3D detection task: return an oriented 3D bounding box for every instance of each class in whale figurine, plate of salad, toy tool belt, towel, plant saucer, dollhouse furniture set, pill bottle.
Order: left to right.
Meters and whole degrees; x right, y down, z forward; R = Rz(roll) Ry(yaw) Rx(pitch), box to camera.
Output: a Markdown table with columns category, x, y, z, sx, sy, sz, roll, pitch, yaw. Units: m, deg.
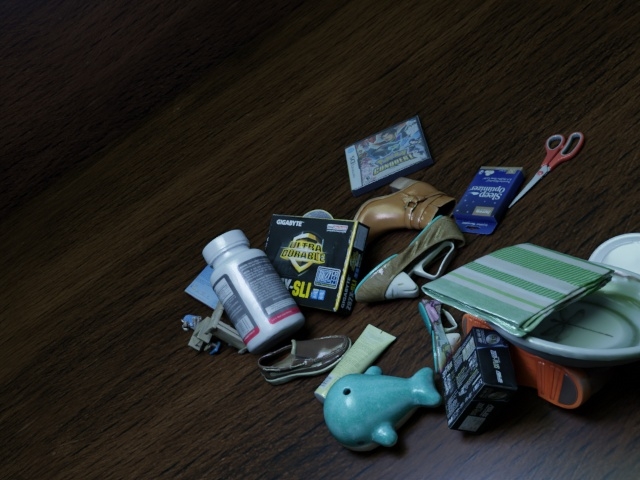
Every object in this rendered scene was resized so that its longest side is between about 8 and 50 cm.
| category | x | y | z | sx | sy | sz | roll | pitch | yaw |
| --- | --- | --- | --- | --- | --- | --- | --- | --- | --- |
| toy tool belt | -0.405 | 0.250 | 2.164 | 0.083 | 0.051 | 0.052 | 0 | 50 | 37 |
| dollhouse furniture set | -0.275 | 0.257 | 2.034 | 0.184 | 0.129 | 0.128 | -38 | 24 | 49 |
| pill bottle | -0.193 | 0.135 | 1.912 | 0.176 | 0.176 | 0.318 | -33 | 76 | 2 |
| whale figurine | 0.132 | 0.361 | 1.581 | 0.272 | 0.141 | 0.216 | -23 | 39 | 14 |
| towel | 0.410 | 0.088 | 1.428 | 0.325 | 0.038 | 0.248 | -21 | 29 | -35 |
| plant saucer | 0.516 | 0.160 | 1.417 | 0.401 | 0.100 | 0.400 | -2 | 24 | 1 |
| plate of salad | 0.697 | 0.073 | 1.547 | 0.200 | 0.048 | 0.199 | -16 | 52 | 21 |

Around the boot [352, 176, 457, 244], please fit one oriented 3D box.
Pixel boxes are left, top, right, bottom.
| category | x | y | z | sx | sy | sz | roll | pitch | yaw |
| --- | --- | --- | --- | --- | --- | --- | --- | --- | --- |
| boot | 0.237 | -0.056 | 1.992 | 0.283 | 0.109 | 0.220 | -41 | 42 | -19 |

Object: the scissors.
| category | x | y | z | sx | sy | sz | roll | pitch | yaw |
| --- | --- | --- | --- | --- | --- | --- | --- | --- | --- |
| scissors | 0.621 | -0.193 | 1.902 | 0.109 | 0.021 | 0.297 | 14 | 58 | 44 |

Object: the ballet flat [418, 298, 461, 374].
| category | x | y | z | sx | sy | sz | roll | pitch | yaw |
| --- | --- | --- | --- | --- | --- | --- | --- | --- | --- |
| ballet flat | 0.294 | 0.223 | 1.673 | 0.079 | 0.076 | 0.221 | -9 | 41 | 1 |

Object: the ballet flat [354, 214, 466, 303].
| category | x | y | z | sx | sy | sz | roll | pitch | yaw |
| --- | --- | --- | --- | --- | --- | --- | --- | --- | --- |
| ballet flat | 0.250 | 0.074 | 1.844 | 0.342 | 0.116 | 0.124 | -38 | 57 | -10 |

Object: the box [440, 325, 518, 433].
| category | x | y | z | sx | sy | sz | roll | pitch | yaw |
| --- | --- | --- | --- | --- | --- | --- | --- | --- | --- |
| box | 0.330 | 0.297 | 1.472 | 0.078 | 0.180 | 0.147 | 11 | 42 | -11 |

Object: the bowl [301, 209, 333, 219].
| category | x | y | z | sx | sy | sz | roll | pitch | yaw |
| --- | --- | --- | --- | --- | --- | --- | --- | --- | --- |
| bowl | 0.000 | 0.000 | 2.089 | 0.170 | 0.080 | 0.170 | -15 | 65 | 34 |

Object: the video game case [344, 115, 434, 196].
| category | x | y | z | sx | sy | sz | roll | pitch | yaw |
| --- | --- | --- | --- | --- | --- | --- | --- | --- | --- |
| video game case | 0.217 | -0.279 | 2.277 | 0.275 | 0.035 | 0.248 | -23 | 39 | 15 |

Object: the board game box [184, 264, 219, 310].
| category | x | y | z | sx | sy | sz | roll | pitch | yaw |
| --- | --- | --- | --- | --- | --- | --- | --- | --- | --- |
| board game box | -0.310 | 0.157 | 2.212 | 0.281 | 0.027 | 0.145 | 22 | 66 | 47 |

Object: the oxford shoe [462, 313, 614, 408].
| category | x | y | z | sx | sy | sz | roll | pitch | yaw |
| --- | --- | --- | --- | --- | --- | --- | --- | --- | --- |
| oxford shoe | 0.459 | 0.242 | 1.514 | 0.133 | 0.129 | 0.364 | -20 | 28 | -27 |

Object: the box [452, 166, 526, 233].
| category | x | y | z | sx | sy | sz | roll | pitch | yaw |
| --- | --- | --- | --- | --- | --- | --- | --- | --- | --- |
| box | 0.458 | -0.115 | 1.922 | 0.136 | 0.036 | 0.225 | 8 | 56 | 47 |

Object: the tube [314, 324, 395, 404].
| category | x | y | z | sx | sy | sz | roll | pitch | yaw |
| --- | --- | --- | --- | --- | --- | --- | --- | --- | --- |
| tube | 0.084 | 0.313 | 1.742 | 0.240 | 0.070 | 0.062 | -47 | -4 | -22 |

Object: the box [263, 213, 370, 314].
| category | x | y | z | sx | sy | sz | roll | pitch | yaw |
| --- | --- | --- | --- | --- | --- | --- | --- | --- | --- |
| box | -0.030 | 0.063 | 1.989 | 0.322 | 0.079 | 0.257 | 7 | 81 | 40 |

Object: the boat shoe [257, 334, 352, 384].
| category | x | y | z | sx | sy | sz | roll | pitch | yaw |
| --- | --- | --- | --- | --- | --- | --- | --- | --- | --- |
| boat shoe | -0.045 | 0.301 | 1.811 | 0.258 | 0.095 | 0.095 | -25 | 39 | 12 |
